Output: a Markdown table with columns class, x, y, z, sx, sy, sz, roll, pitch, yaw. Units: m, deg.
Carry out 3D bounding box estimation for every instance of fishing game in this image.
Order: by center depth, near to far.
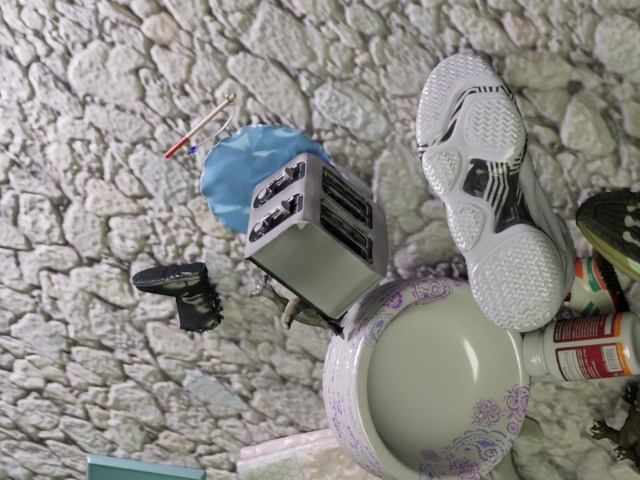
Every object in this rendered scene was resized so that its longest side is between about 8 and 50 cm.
| class | x | y | z | sx | sy | sz | roll | pitch | yaw |
| --- | --- | --- | --- | --- | --- | --- | --- | --- | --- |
| fishing game | -0.070 | -0.084 | 1.798 | 0.264 | 0.041 | 0.189 | 40 | 116 | -22 |

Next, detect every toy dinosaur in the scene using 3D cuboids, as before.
| class | x | y | z | sx | sy | sz | roll | pitch | yaw |
| --- | --- | --- | --- | --- | --- | --- | --- | --- | --- |
| toy dinosaur | -0.024 | 0.085 | 1.800 | 0.118 | 0.268 | 0.064 | 36 | 99 | 23 |
| toy dinosaur | 0.482 | 0.293 | 1.841 | 0.121 | 0.160 | 0.314 | -32 | 112 | -17 |

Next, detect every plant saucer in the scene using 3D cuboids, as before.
| class | x | y | z | sx | sy | sz | roll | pitch | yaw |
| --- | --- | --- | --- | --- | --- | --- | --- | --- | --- |
| plant saucer | -0.275 | 0.376 | 2.065 | 0.192 | 0.018 | 0.067 | 8 | 117 | 4 |

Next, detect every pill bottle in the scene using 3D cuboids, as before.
| class | x | y | z | sx | sy | sz | roll | pitch | yaw |
| --- | --- | --- | --- | --- | --- | --- | --- | --- | --- |
| pill bottle | 0.355 | 0.145 | 1.780 | 0.152 | 0.086 | 0.086 | -9 | 116 | 28 |

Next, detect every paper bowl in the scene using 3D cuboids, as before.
| class | x | y | z | sx | sy | sz | roll | pitch | yaw |
| --- | --- | --- | --- | --- | --- | --- | --- | --- | --- |
| paper bowl | 0.132 | 0.191 | 1.803 | 0.284 | 0.148 | 0.284 | 0 | 89 | -29 |

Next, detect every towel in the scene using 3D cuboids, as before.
| class | x | y | z | sx | sy | sz | roll | pitch | yaw |
| --- | --- | --- | --- | --- | --- | --- | --- | --- | --- |
| towel | 0.064 | 0.429 | 2.029 | 0.316 | 0.053 | 0.332 | -13 | 115 | 13 |

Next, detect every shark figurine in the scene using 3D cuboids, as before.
| class | x | y | z | sx | sy | sz | roll | pitch | yaw |
| --- | --- | --- | --- | --- | --- | --- | --- | --- | --- |
| shark figurine | 0.276 | 0.329 | 1.920 | 0.166 | 0.116 | 0.278 | -20 | 110 | 18 |

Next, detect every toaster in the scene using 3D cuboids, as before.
| class | x | y | z | sx | sy | sz | roll | pitch | yaw |
| --- | --- | --- | --- | --- | --- | --- | --- | --- | --- |
| toaster | 0.000 | 0.000 | 1.726 | 0.185 | 0.168 | 0.110 | 38 | 119 | -22 |

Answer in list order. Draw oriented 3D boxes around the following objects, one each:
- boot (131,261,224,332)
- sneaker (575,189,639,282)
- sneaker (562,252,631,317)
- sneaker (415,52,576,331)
| class | x | y | z | sx | sy | sz | roll | pitch | yaw |
| --- | --- | --- | --- | --- | --- | --- | --- | --- | --- |
| boot | -0.202 | 0.085 | 1.897 | 0.121 | 0.045 | 0.099 | -8 | 118 | 10 |
| sneaker | 0.492 | 0.095 | 1.769 | 0.410 | 0.158 | 0.182 | 34 | 133 | -5 |
| sneaker | 0.378 | 0.090 | 1.826 | 0.075 | 0.057 | 0.161 | -9 | 119 | 32 |
| sneaker | 0.232 | -0.054 | 1.726 | 0.137 | 0.210 | 0.366 | -19 | 78 | 15 |
